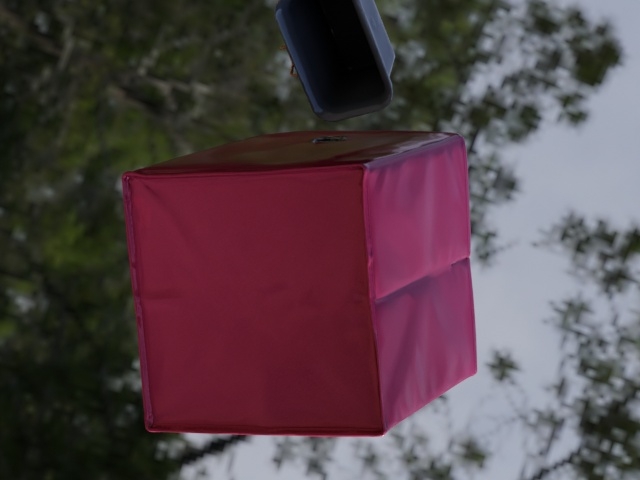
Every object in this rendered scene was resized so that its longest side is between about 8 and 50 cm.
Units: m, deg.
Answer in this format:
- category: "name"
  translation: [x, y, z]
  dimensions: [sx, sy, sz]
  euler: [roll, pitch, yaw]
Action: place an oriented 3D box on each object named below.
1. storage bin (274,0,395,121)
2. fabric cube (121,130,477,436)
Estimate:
- category: "storage bin"
  translation: [0.017, -0.196, 1.838]
  dimensions: [0.098, 0.135, 0.091]
  euler: [-14, -156, 22]
- category: "fabric cube"
  translation: [-0.013, 0.034, 1.838]
  dimensions: [0.254, 0.258, 0.259]
  euler: [0, -81, 25]
